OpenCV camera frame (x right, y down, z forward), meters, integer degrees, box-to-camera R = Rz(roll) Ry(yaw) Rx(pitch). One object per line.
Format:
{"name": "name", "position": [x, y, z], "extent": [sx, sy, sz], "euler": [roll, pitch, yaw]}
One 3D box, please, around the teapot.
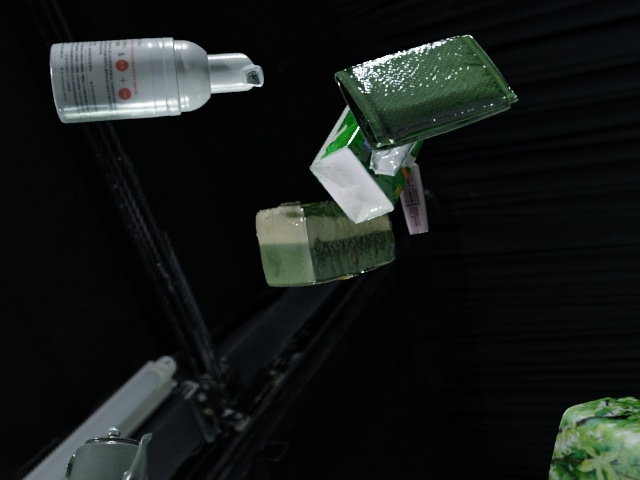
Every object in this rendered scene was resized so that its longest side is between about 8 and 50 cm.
{"name": "teapot", "position": [-0.399, 0.423, 1.416], "extent": [0.162, 0.239, 0.148], "euler": [27, -130, -43]}

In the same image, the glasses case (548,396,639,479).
{"name": "glasses case", "position": [0.211, 0.154, 0.300], "extent": [0.062, 0.272, 0.095], "euler": [0, -80, -30]}

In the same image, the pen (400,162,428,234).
{"name": "pen", "position": [0.197, -0.113, 1.654], "extent": [0.032, 0.053, 0.197], "euler": [-13, -89, -75]}

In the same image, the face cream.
{"name": "face cream", "position": [-0.295, -0.299, 1.407], "extent": [0.145, 0.370, 0.145], "euler": [175, 90, -80]}

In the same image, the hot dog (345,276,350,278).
{"name": "hot dog", "position": [0.035, 0.062, 1.852], "extent": [0.188, 0.055, 0.072], "euler": [2, -108, -67]}

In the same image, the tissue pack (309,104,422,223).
{"name": "tissue pack", "position": [0.106, -0.165, 1.355], "extent": [0.148, 0.156, 0.209], "euler": [48, -135, -21]}

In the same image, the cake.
{"name": "cake", "position": [0.005, -0.001, 1.520], "extent": [0.284, 0.172, 0.157], "euler": [-9, -90, -50]}

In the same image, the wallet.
{"name": "wallet", "position": [0.159, -0.230, 1.166], "extent": [0.055, 0.236, 0.160], "euler": [95, 153, -60]}
